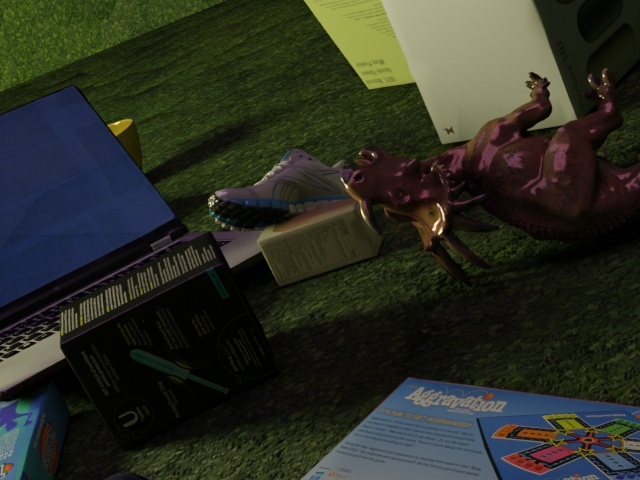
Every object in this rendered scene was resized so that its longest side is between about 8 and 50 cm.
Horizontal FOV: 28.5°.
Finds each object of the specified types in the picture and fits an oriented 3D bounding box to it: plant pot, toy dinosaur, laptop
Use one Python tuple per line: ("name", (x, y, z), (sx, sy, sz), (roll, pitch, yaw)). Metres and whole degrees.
("plant pot", (-0.333, -0.118, 1.983), (0.134, 0.095, 0.134), (-24, 19, 9))
("toy dinosaur", (0.187, -0.043, 1.100), (0.295, 0.127, 0.200), (5, 42, 36))
("laptop", (-0.311, -0.024, 1.426), (0.382, 0.236, 0.408), (-30, 16, -31))

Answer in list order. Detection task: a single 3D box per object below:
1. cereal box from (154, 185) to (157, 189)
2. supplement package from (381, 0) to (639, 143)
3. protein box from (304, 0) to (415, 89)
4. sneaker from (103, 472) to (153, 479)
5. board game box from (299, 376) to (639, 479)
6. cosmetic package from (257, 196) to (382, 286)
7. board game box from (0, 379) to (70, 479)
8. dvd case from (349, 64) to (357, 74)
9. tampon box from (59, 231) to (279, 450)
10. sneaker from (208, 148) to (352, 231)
("cereal box", (-0.346, 0.010, 1.738), (0.173, 0.047, 0.240), (-7, 27, 44))
("supplement package", (0.247, -0.268, 1.473), (0.198, 0.199, 0.262), (-5, 28, 45))
("protein box", (0.113, -0.343, 1.801), (0.199, 0.201, 0.136), (-1, 45, 52))
("sneaker", (-0.184, 0.206, 0.853), (0.099, 0.153, 0.282), (-20, 20, 16))
("board game box", (0.111, 0.151, 0.814), (0.145, 0.027, 0.281), (-40, 23, -31))
("cosmetic package", (0.000, 0.000, 1.303), (0.115, 0.060, 0.041), (-17, 21, 20))
("board game box", (-0.320, 0.219, 1.156), (0.160, 0.047, 0.210), (-24, 18, 4))
("dvd case", (0.186, -0.326, 1.977), (0.253, 0.022, 0.180), (-6, 27, 45))
("tampon box", (-0.140, 0.090, 1.151), (0.161, 0.120, 0.101), (-27, 19, -2))
("sneaker", (-0.041, -0.057, 1.354), (0.190, 0.083, 0.071), (-2, -16, -37))
